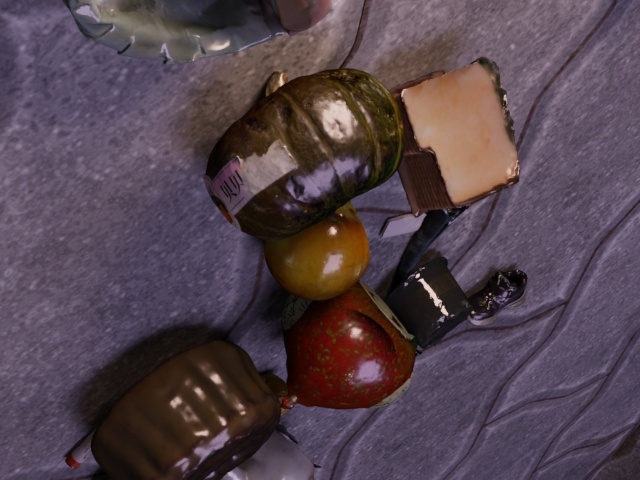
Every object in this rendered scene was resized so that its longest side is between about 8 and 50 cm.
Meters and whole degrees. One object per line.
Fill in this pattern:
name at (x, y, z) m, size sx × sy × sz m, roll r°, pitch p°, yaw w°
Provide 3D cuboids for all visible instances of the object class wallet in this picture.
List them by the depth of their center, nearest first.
wallet at (0.135, -0.025, 1.906) m, size 0.083 × 0.011 × 0.044 m, roll -12°, pitch 142°, yaw -37°

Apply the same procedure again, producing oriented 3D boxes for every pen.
pen at (-0.319, 0.278, 1.835) m, size 0.239 × 0.028 × 0.028 m, roll -44°, pitch 151°, yaw 15°

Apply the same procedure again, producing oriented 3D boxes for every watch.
watch at (-0.133, -0.270, 1.118) m, size 0.241 × 0.161 × 0.253 m, roll -27°, pitch 150°, yaw -4°

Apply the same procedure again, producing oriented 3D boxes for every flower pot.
flower pot at (0.195, 0.117, 2.058) m, size 0.157 × 0.107 × 0.157 m, roll -37°, pitch 162°, yaw -14°

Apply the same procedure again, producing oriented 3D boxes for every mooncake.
mooncake at (-0.201, 0.294, 1.801) m, size 0.290 × 0.161 × 0.290 m, roll -37°, pitch 164°, yaw -13°

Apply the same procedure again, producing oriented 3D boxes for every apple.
apple at (0.003, 0.004, 1.669) m, size 0.163 × 0.146 × 0.147 m, roll -13°, pitch 139°, yaw -33°

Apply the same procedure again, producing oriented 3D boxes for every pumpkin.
pumpkin at (-0.023, -0.120, 1.429) m, size 0.260 × 0.189 × 0.260 m, roll -29°, pitch 180°, yaw 0°

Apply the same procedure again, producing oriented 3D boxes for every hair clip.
hair clip at (0.172, 0.007, 1.979) m, size 0.070 × 0.039 × 0.229 m, roll -14°, pitch 149°, yaw -41°

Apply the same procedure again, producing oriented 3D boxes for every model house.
model house at (0.159, -0.137, 1.614) m, size 0.166 × 0.183 × 0.172 m, roll -24°, pitch -173°, yaw -27°

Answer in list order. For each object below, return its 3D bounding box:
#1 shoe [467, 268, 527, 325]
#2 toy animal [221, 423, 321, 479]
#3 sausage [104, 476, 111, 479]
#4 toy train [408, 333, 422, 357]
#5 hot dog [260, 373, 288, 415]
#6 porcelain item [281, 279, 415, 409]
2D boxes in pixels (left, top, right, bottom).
shoe at (0.345, 0.099, 2.266) m, size 0.169 × 0.071 × 0.099 m, roll -23°, pitch 146°, yaw -31°
toy animal at (-0.142, 0.493, 2.144) m, size 0.310 × 0.247 × 0.183 m, roll -52°, pitch -176°, yaw -16°
sausage at (-0.338, 0.486, 2.047) m, size 0.105 × 0.105 × 0.274 m, roll -25°, pitch 150°, yaw -21°
toy train at (0.109, 0.167, 2.029) m, size 0.038 × 0.148 × 0.071 m, roll -63°, pitch 155°, yaw -11°
hot dog at (-0.160, 0.305, 1.994) m, size 0.242 × 0.084 × 0.073 m, roll -30°, pitch 152°, yaw -11°
porcelain item at (0.020, 0.182, 1.848) m, size 0.253 × 0.253 × 0.253 m, roll -27°, pitch 150°, yaw -17°
